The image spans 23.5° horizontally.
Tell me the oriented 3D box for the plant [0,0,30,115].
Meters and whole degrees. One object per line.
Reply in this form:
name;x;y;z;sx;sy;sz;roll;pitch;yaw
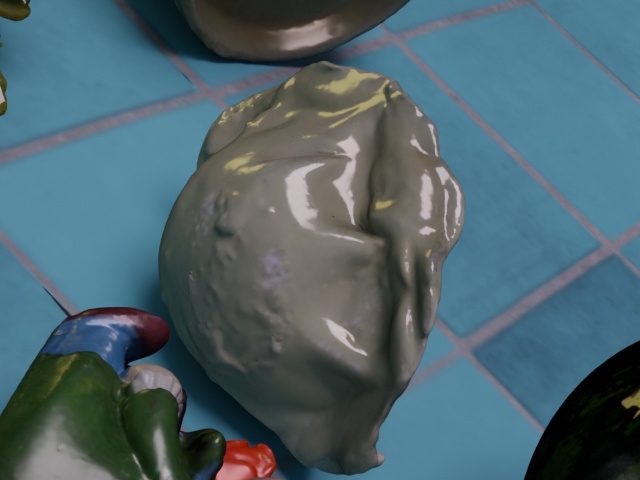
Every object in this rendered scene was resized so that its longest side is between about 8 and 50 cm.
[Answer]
plant;-0.311;-0.202;0.855;0.261;0.297;0.306;13;46;21

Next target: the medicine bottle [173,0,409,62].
medicine bottle;-0.080;-0.356;1.184;0.236;0.235;0.406;0;48;-41

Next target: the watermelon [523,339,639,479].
watermelon;0.229;0.170;0.816;0.269;0.269;0.269;23;36;-18

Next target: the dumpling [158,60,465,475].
dumpling;0.000;0.000;0.868;0.147;0.193;0.258;12;38;-38

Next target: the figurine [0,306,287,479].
figurine;-0.049;0.141;0.737;0.234;0.127;0.185;22;28;-2
